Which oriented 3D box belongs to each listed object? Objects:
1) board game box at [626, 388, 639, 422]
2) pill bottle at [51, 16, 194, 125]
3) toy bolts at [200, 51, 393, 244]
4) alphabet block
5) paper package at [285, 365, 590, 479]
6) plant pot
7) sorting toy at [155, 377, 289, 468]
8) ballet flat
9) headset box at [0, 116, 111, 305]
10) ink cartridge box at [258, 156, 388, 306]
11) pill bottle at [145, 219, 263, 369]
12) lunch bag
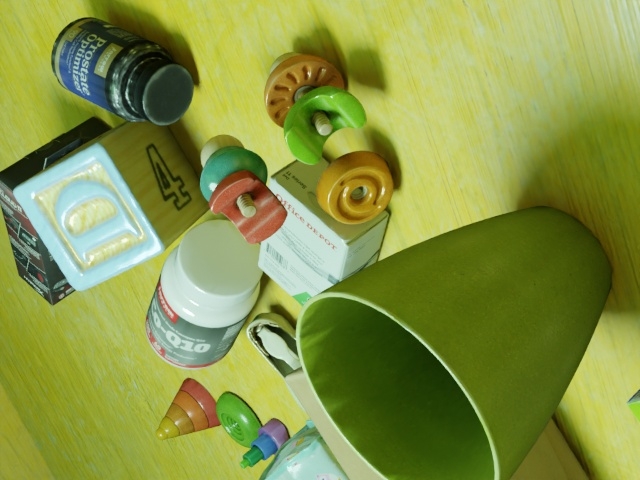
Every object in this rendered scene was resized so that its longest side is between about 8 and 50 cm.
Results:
[{"bbox_3d":[0.492,0.200,1.097,0.233,0.078,0.347,53,150,0],"label":"board game box"},{"bbox_3d":[-0.293,-0.249,1.693,0.219,0.123,0.123,27,141,38],"label":"pill bottle"},{"bbox_3d":[-0.042,-0.108,1.442,0.218,0.228,0.158,50,-173,-41],"label":"toy bolts"},{"bbox_3d":[-0.319,-0.066,1.779,0.192,0.197,0.193,-23,103,24],"label":"alphabet block"},{"bbox_3d":[0.154,0.256,1.545,0.325,0.168,0.309,58,149,-6],"label":"paper package"},{"bbox_3d":[0.172,0.094,1.222,0.275,0.293,0.275,34,145,29],"label":"plant pot"},{"bbox_3d":[-0.208,0.377,2.224,0.365,0.126,0.127,10,129,51],"label":"sorting toy"},{"bbox_3d":[-0.029,0.213,1.828,0.248,0.086,0.086,44,149,14],"label":"ballet flat"},{"bbox_3d":[-0.438,-0.060,1.998,0.110,0.218,0.293,36,146,26],"label":"headset box"},{"bbox_3d":[0.000,0.000,1.574,0.153,0.087,0.208,42,149,20],"label":"ink cartridge box"},{"bbox_3d":[-0.190,0.090,1.861,0.161,0.161,0.283,47,150,11],"label":"pill bottle"},{"bbox_3d":[0.024,0.418,1.897,0.223,0.160,0.262,51,-174,1],"label":"lunch bag"}]
